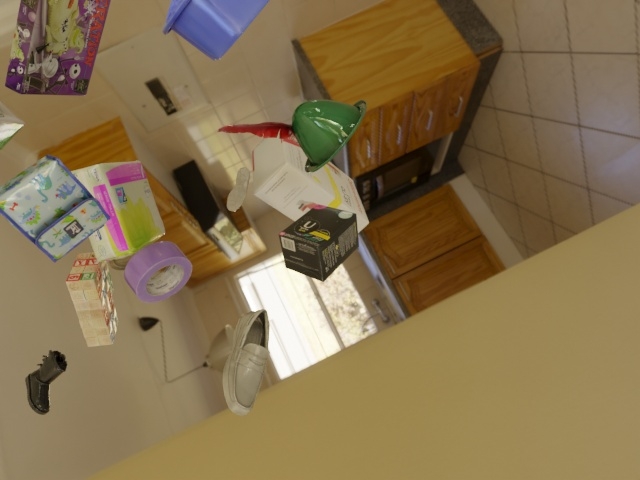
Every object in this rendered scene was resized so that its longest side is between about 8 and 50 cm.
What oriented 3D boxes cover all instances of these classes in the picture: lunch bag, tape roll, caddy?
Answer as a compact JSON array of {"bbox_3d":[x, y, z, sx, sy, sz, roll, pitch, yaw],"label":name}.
[{"bbox_3d":[-0.469,-0.053,0.807,0.096,0.129,0.151,21,148,46],"label":"lunch bag"},{"bbox_3d":[-0.503,0.099,1.428,0.080,0.189,0.189,44,168,25],"label":"tape roll"},{"bbox_3d":[-0.222,-0.580,1.047,0.179,0.341,0.241,39,-176,-25],"label":"caddy"}]

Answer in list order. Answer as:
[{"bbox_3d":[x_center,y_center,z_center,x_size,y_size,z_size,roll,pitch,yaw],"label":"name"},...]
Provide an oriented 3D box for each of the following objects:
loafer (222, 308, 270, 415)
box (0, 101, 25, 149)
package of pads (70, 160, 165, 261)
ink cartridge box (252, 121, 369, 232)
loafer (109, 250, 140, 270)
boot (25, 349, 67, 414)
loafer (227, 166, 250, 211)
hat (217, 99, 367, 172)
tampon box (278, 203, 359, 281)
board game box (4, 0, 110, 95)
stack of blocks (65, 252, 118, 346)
[{"bbox_3d":[-0.205,0.338,1.325,0.112,0.111,0.319,30,-142,-30],"label":"loafer"},{"bbox_3d":[-0.816,-0.300,0.951,0.262,0.127,0.231,44,-179,-12],"label":"box"},{"bbox_3d":[-0.506,-0.081,1.176,0.296,0.101,0.229,-105,0,-78],"label":"package of pads"},{"bbox_3d":[-0.037,-0.184,1.577,0.384,0.160,0.279,34,-153,-33],"label":"ink cartridge box"},{"bbox_3d":[-0.597,0.056,1.463,0.050,0.148,0.056,-43,70,41],"label":"loafer"},{"bbox_3d":[-0.630,0.325,1.064,0.121,0.099,0.045,49,-177,32],"label":"boot"},{"bbox_3d":[-0.215,-0.133,1.236,0.039,0.045,0.125,60,-135,-76],"label":"loafer"},{"bbox_3d":[-0.038,-0.242,0.843,0.183,0.173,0.208,38,-146,-18],"label":"hat"},{"bbox_3d":[0.000,0.000,1.108,0.120,0.161,0.101,17,131,32],"label":"tampon box"},{"bbox_3d":[-0.564,-0.493,1.015,0.056,0.347,0.208,27,-159,0],"label":"board game box"},{"bbox_3d":[-0.807,0.211,1.645,0.171,0.087,0.297,-110,19,-57],"label":"stack of blocks"}]
